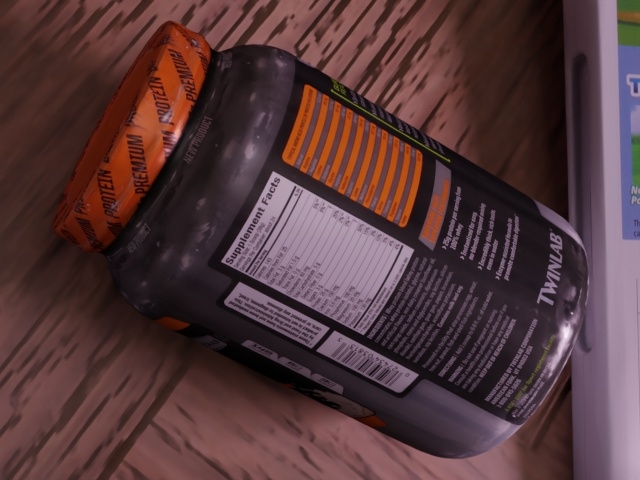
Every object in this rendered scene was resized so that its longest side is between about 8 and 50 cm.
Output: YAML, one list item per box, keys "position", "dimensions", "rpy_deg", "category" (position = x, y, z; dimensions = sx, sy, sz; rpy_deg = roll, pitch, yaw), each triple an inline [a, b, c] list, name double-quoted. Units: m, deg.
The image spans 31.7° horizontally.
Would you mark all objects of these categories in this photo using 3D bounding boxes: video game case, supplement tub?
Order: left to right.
- position: [0.000, 0.000, 0.448]
  dimensions: [0.190, 0.117, 0.117]
  rpy_deg: [29, 70, -17]
  category: "supplement tub"
- position: [0.277, -0.017, 0.598]
  dimensions: [0.329, 0.036, 0.299]
  rpy_deg: [1, 87, -20]
  category: "video game case"
